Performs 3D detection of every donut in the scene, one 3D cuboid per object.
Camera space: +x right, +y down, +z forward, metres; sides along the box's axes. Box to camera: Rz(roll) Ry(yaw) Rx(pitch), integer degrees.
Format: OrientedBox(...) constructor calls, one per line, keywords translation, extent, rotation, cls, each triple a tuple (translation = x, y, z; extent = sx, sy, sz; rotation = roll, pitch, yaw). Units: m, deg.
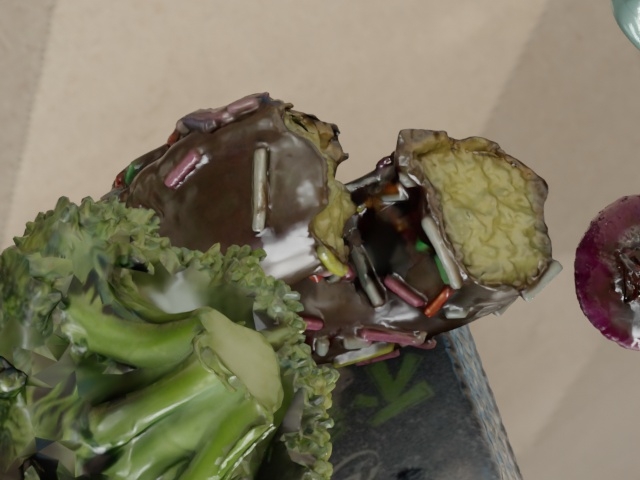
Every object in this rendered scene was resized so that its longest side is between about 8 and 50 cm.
OrientedBox(translation=(-0.014, 0.010, 1.366), extent=(0.259, 0.136, 0.345), rotation=(-29, 153, 32), cls="donut")

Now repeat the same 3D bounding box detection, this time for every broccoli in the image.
OrientedBox(translation=(-0.082, 0.100, 0.946), extent=(0.198, 0.226, 0.176), rotation=(7, 120, -26), cls="broccoli")

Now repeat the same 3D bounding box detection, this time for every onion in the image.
OrientedBox(translation=(0.239, 0.024, 1.367), extent=(0.115, 0.115, 0.104), rotation=(-41, -171, 9), cls="onion")

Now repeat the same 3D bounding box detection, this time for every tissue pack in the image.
OrientedBox(translation=(0.000, 0.162, 1.540), extent=(0.288, 0.394, 0.124), rotation=(-30, 124, 10), cls="tissue pack")

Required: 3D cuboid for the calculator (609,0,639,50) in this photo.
OrientedBox(translation=(0.348, -0.201, 1.574), extent=(0.184, 0.042, 0.295), rotation=(-34, 133, 28), cls="calculator")
